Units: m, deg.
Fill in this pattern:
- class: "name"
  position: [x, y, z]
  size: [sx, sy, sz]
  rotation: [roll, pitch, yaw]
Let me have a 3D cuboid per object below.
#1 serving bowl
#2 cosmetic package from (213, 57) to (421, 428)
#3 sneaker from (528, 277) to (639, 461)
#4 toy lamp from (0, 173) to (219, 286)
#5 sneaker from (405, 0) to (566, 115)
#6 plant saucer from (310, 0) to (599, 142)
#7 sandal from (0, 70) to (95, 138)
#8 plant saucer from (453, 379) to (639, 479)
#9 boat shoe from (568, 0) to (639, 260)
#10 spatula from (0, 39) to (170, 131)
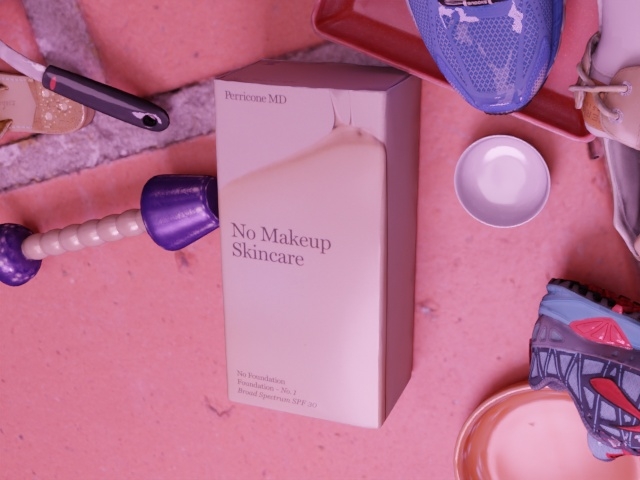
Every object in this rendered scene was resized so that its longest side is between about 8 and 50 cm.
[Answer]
- class: "serving bowl"
  position: [0.159, -0.054, 0.827]
  size: [0.083, 0.027, 0.083]
  rotation: [7, 112, 19]
- class: "cosmetic package"
  position: [0.000, 0.000, 0.865]
  size: [0.160, 0.113, 0.309]
  rotation: [6, 112, 20]
- class: "sneaker"
  position: [0.270, 0.129, 0.755]
  size: [0.262, 0.104, 0.125]
  rotation: [35, 108, 53]
- class: "toy lamp"
  position: [-0.217, -0.011, 0.966]
  size: [0.274, 0.080, 0.080]
  rotation: [-14, 103, 25]
- class: "sneaker"
  position: [0.086, -0.233, 0.658]
  size: [0.129, 0.147, 0.330]
  rotation: [-8, 118, 25]
- class: "plant saucer"
  position: [0.147, -0.243, 0.751]
  size: [0.259, 0.048, 0.258]
  rotation: [24, 116, 11]
- class: "sandal"
  position: [-0.352, -0.131, 0.974]
  size: [0.240, 0.079, 0.088]
  rotation: [-1, 109, 22]
- class: "plant saucer"
  position: [0.226, 0.217, 0.898]
  size: [0.200, 0.037, 0.200]
  rotation: [8, 111, 20]
- class: "boat shoe"
  position: [0.238, -0.107, 0.681]
  size: [0.103, 0.113, 0.302]
  rotation: [-26, 117, 5]
- class: "spatula"
  position: [-0.283, -0.172, 0.916]
  size: [0.296, 0.030, 0.084]
  rotation: [26, 127, -2]
